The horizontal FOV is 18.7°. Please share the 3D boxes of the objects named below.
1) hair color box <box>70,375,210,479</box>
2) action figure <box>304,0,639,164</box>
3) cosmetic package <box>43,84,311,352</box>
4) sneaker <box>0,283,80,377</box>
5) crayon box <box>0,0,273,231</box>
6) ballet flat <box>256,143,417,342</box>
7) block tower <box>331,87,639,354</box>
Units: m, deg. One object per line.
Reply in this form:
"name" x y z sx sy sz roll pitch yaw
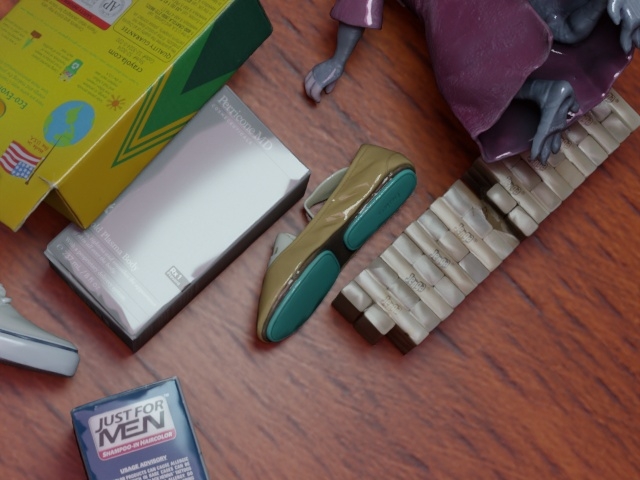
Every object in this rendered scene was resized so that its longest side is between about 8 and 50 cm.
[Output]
"hair color box" -0.128 0.308 1.752 0.105 0.174 0.347 -16 82 -9
"action figure" 0.119 -0.242 1.838 0.248 0.275 0.370 -32 53 -21
"cosmetic package" -0.134 -0.020 1.850 0.127 0.107 0.238 44 80 5
"sneaker" -0.338 0.050 1.811 0.258 0.094 0.091 23 82 -2
"crayon box" -0.225 -0.150 1.826 0.202 0.081 0.318 34 75 33
"ballet flat" 0.000 0.000 1.890 0.073 0.080 0.232 34 72 28
"block tower" 0.162 -0.027 1.897 0.335 0.097 0.091 -43 88 -11
